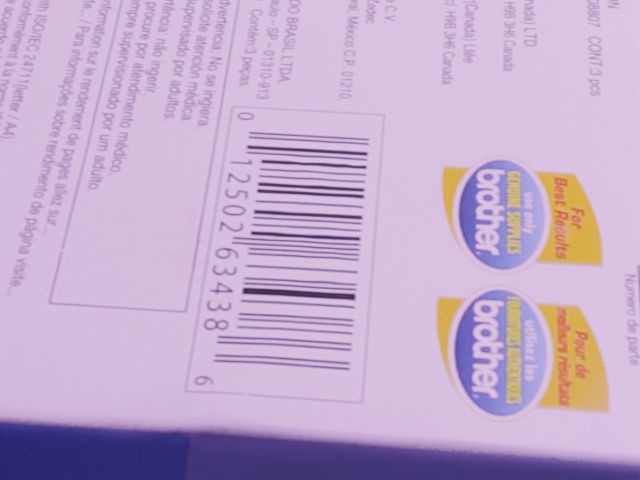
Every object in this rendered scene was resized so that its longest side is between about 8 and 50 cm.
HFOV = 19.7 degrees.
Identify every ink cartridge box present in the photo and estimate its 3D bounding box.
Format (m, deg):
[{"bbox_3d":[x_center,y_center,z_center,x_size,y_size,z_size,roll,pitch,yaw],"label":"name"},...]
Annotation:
[{"bbox_3d":[0.000,0.000,0.545,0.395,0.151,0.270,2,47,4],"label":"ink cartridge box"}]
